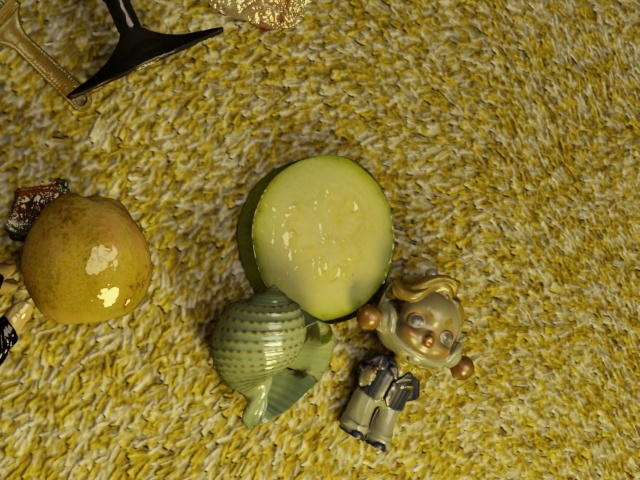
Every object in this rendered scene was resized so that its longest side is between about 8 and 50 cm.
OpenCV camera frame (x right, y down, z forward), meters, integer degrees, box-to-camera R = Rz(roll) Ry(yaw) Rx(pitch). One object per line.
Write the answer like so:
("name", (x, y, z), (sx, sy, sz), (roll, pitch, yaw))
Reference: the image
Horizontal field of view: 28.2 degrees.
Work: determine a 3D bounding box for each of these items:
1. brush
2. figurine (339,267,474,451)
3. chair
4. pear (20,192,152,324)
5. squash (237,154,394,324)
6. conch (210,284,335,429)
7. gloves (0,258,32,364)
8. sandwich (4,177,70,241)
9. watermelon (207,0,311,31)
("brush", (-0.386, -0.252, 1.692), (0.218, 0.010, 0.082), (44, 67, -22))
("figurine", (0.131, 0.179, 1.906), (0.194, 0.133, 0.274), (6, 94, -15))
("chair", (-0.306, -0.404, 1.627), (0.226, 0.226, 0.401), (-31, 102, -28))
("pear", (-0.300, 0.021, 1.637), (0.178, 0.178, 0.178), (2, 86, -30))
("squash", (0.000, 0.000, 1.882), (0.252, 0.049, 0.252), (2, 87, -32))
("conch", (-0.082, 0.151, 1.777), (0.172, 0.131, 0.200), (-9, 133, -52))
("gloves", (-0.442, 0.101, 1.570), (0.124, 0.164, 0.203), (63, 43, -57))
("sandwich", (-0.372, -0.038, 1.678), (0.101, 0.026, 0.069), (-20, 98, -29))
("watermelon", (-0.104, -0.361, 1.830), (0.180, 0.081, 0.094), (21, 93, -11))
